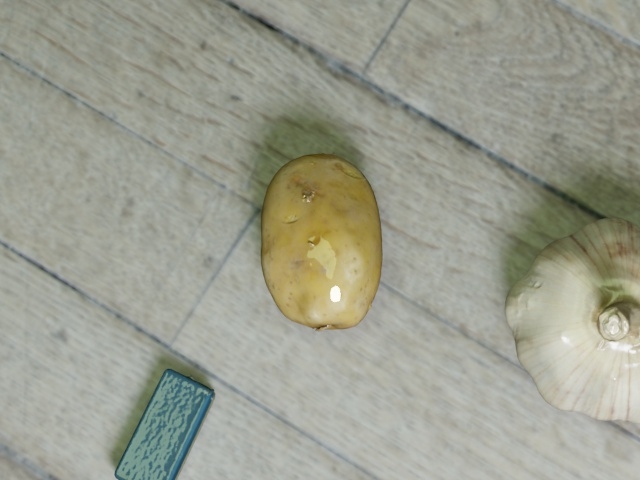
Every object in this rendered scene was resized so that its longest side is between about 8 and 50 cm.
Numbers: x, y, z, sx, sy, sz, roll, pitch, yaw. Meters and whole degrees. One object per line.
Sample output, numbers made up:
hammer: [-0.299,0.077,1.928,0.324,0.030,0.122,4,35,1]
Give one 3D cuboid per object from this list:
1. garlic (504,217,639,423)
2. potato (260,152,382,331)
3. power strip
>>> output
garlic: [0.264,0.067,1.785,0.199,0.226,0.199,-1,82,9]
potato: [0.000,0.000,1.894,0.118,0.109,0.178,-14,69,27]
power strip: [-0.151,0.189,1.907,0.056,0.032,0.123,23,80,12]
